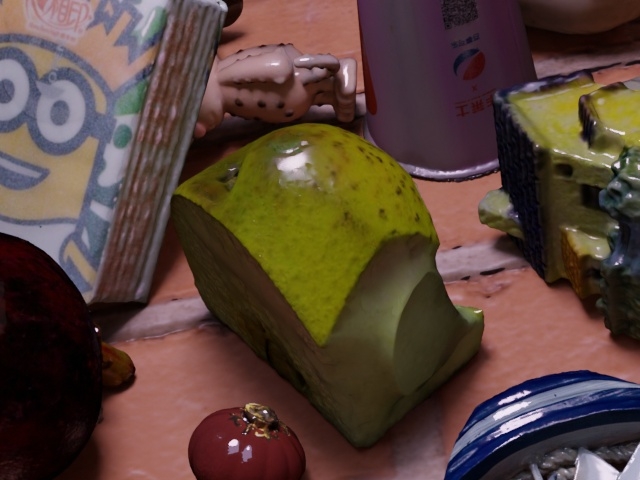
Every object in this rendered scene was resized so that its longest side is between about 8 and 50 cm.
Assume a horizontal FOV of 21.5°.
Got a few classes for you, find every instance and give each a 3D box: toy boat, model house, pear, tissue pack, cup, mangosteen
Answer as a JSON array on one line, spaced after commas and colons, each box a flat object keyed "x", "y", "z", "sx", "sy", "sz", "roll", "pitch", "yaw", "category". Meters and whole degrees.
[{"x": 0.197, "y": 0.219, "z": 1.332, "sx": 0.210, "sy": 0.070, "sz": 0.291, "roll": -2, "pitch": 46, "yaw": 15, "category": "toy boat"}, {"x": 0.232, "y": -0.040, "z": 1.503, "sx": 0.211, "sy": 0.194, "sz": 0.170, "roll": 15, "pitch": 52, "yaw": 26, "category": "model house"}, {"x": 0.000, "y": 0.000, "z": 1.457, "sx": 0.176, "sy": 0.282, "sz": 0.286, "roll": -39, "pitch": 49, "yaw": -15, "category": "pear"}, {"x": -0.241, "y": -0.115, "z": 1.627, "sx": 0.228, "sy": 0.311, "sz": 0.128, "roll": 20, "pitch": 9, "yaw": 29, "category": "tissue pack"}, {"x": 0.117, "y": -0.230, "z": 1.664, "sx": 0.203, "sy": 0.288, "sz": 0.203, "roll": -8, "pitch": 44, "yaw": 7, "category": "cup"}, {"x": -0.268, "y": 0.107, "z": 1.475, "sx": 0.261, "sy": 0.235, "sz": 0.235, "roll": -3, "pitch": 29, "yaw": -43, "category": "mangosteen"}]

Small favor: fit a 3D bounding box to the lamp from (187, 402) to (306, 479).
[{"x": -0.062, "y": 0.182, "z": 1.417, "sx": 0.101, "sy": 0.090, "sz": 0.101, "roll": 16, "pitch": 18, "yaw": -6, "category": "lamp"}]

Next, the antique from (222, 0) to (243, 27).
[{"x": -0.228, "y": -0.240, "z": 1.890, "sx": 0.257, "sy": 0.121, "sz": 0.143, "roll": 12, "pitch": 56, "yaw": 15, "category": "antique"}]

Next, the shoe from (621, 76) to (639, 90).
[{"x": 0.375, "y": -0.129, "z": 1.639, "sx": 0.275, "sy": 0.103, "sz": 0.098, "roll": -8, "pitch": 17, "yaw": -6, "category": "shoe"}]

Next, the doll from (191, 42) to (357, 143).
[{"x": -0.098, "y": -0.158, "z": 1.749, "sx": 0.278, "sy": 0.154, "sz": 0.119, "roll": -3, "pitch": 71, "yaw": 8, "category": "doll"}]

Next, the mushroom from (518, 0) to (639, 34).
[{"x": 0.278, "y": -0.385, "z": 1.829, "sx": 0.314, "sy": 0.314, "sz": 0.336, "roll": 3, "pitch": 24, "yaw": 17, "category": "mushroom"}]
